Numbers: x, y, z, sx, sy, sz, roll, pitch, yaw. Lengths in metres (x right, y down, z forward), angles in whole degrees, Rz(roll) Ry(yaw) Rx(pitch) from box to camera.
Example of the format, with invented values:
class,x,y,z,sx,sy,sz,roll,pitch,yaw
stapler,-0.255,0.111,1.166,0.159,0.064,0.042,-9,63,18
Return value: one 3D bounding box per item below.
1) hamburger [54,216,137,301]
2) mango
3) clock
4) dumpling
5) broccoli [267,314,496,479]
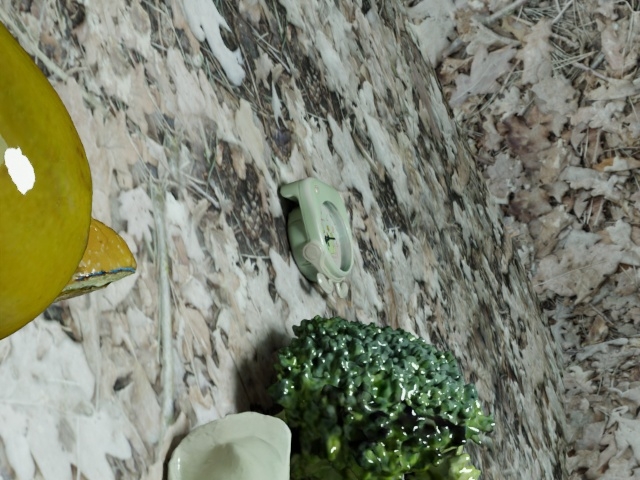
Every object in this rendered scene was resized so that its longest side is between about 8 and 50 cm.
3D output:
class,x,y,z,sx,sy,sz,roll,pitch,yaw
hamburger,-0.255,0.007,1.240,0.176,0.087,0.102,-18,93,-67
mango,-0.339,-0.117,0.875,0.446,0.232,0.300,60,-10,-28
clock,0.000,0.000,1.930,0.151,0.062,0.191,24,53,-65
dumpling,-0.106,0.305,1.372,0.151,0.124,0.229,14,63,-23
broccoli,0.041,0.255,1.648,0.293,0.348,0.281,0,109,-30
